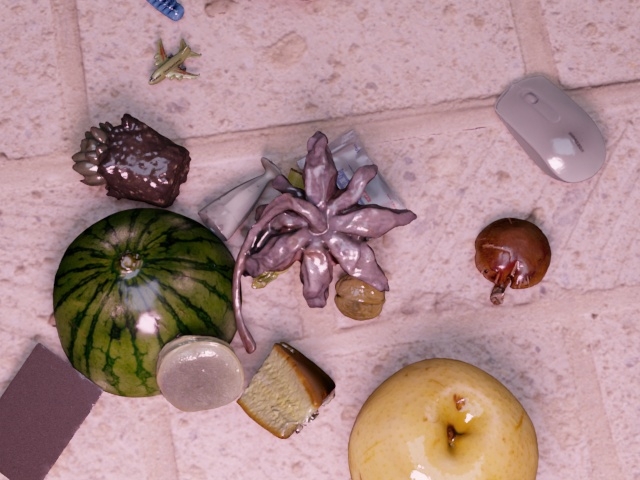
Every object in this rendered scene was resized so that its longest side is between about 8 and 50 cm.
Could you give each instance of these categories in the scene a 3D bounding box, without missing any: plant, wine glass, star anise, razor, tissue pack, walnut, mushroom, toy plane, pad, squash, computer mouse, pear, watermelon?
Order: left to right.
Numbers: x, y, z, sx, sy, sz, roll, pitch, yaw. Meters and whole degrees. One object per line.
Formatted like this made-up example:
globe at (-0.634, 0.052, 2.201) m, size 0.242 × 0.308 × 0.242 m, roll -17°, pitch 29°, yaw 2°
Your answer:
pad at (-0.471, 0.294, 1.828) m, size 0.143 × 0.003 × 0.211 m, roll 35°, pitch 89°, yaw 8°
plant at (-0.330, -0.140, 1.917) m, size 0.194 × 0.132 × 0.129 m, roll 19°, pitch 67°, yaw 5°
razor at (-0.355, -0.494, 2.067) m, size 0.253 × 0.042 × 0.082 m, roll 40°, pitch 75°, yaw 8°
watermelon at (-0.289, 0.091, 1.834) m, size 0.330 × 0.189 × 0.331 m, roll 0°, pitch 78°, yaw 1°
toy plane at (-0.272, -0.319, 2.020) m, size 0.102 × 0.040 × 0.111 m, roll 42°, pitch 77°, yaw 11°
wine glass at (-0.136, -0.073, 1.944) m, size 0.073 × 0.073 × 0.155 m, roll 44°, pitch 73°, yaw 9°
squash at (-0.058, -0.013, 1.914) m, size 0.094 × 0.094 × 0.224 m, roll 28°, pitch 89°, yaw 5°
star anise at (0.000, 0.000, 1.812) m, size 0.315 × 0.139 × 0.360 m, roll -4°, pitch 92°, yaw 9°
tissue pack at (0.058, -0.094, 1.977) m, size 0.122 × 0.026 × 0.193 m, roll -31°, pitch 76°, yaw -10°
walnut at (0.067, 0.095, 1.897) m, size 0.092 × 0.092 × 0.092 m, roll 1°, pitch 74°, yaw -2°
pear at (0.189, 0.341, 1.730) m, size 0.309 × 0.309 × 0.309 m, roll 1°, pitch 74°, yaw -2°
mushroom at (0.330, 0.035, 1.927) m, size 0.135 × 0.080 × 0.171 m, roll 15°, pitch 70°, yaw 12°
computer mouse at (0.420, -0.205, 2.004) m, size 0.128 × 0.079 × 0.231 m, roll -35°, pitch 75°, yaw -14°

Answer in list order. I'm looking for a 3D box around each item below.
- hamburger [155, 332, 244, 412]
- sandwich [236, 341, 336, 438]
hamburger at (-0.194, 0.209, 1.758) m, size 0.140 × 0.062 × 0.133 m, roll -14°, pitch 118°, yaw -4°
sandwich at (-0.054, 0.245, 1.771) m, size 0.128 × 0.236 × 0.122 m, roll 37°, pitch 87°, yaw 6°
